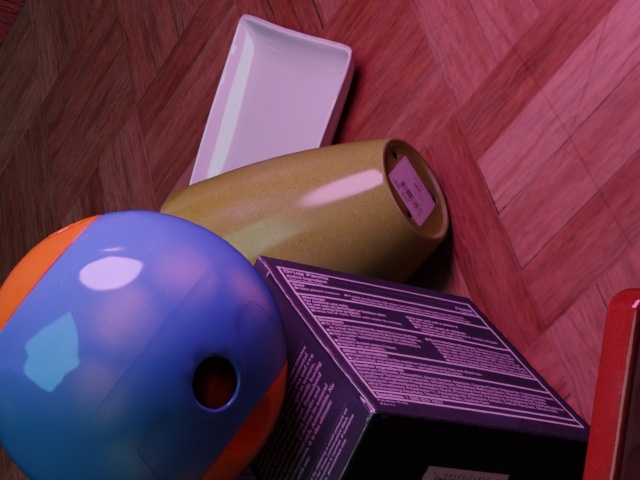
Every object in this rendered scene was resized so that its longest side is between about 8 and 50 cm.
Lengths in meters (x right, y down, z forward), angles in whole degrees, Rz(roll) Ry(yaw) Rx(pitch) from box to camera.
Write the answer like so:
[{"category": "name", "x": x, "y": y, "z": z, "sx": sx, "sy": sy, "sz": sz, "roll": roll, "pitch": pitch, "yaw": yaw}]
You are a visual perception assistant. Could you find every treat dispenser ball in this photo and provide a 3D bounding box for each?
[{"category": "treat dispenser ball", "x": -0.174, "y": 0.115, "z": 1.307, "sx": 0.288, "sy": 0.288, "sz": 0.288, "roll": -25, "pitch": 59, "yaw": 52}]

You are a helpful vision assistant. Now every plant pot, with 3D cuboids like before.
[{"category": "plant pot", "x": 0.000, "y": 0.000, "z": 1.689, "sx": 0.293, "sy": 0.275, "sz": 0.275, "roll": -26, "pitch": 56, "yaw": 29}]

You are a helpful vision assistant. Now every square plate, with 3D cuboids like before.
[{"category": "square plate", "x": -0.076, "y": -0.136, "z": 2.014, "sx": 0.344, "sy": 0.049, "sz": 0.347, "roll": 29, "pitch": 104, "yaw": 56}]

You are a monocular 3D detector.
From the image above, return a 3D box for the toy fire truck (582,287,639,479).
[{"category": "toy fire truck", "x": 0.304, "y": 0.202, "z": 1.119, "sx": 0.169, "sy": 0.254, "sz": 0.302, "roll": 6, "pitch": 85, "yaw": 58}]

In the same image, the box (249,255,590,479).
[{"category": "box", "x": 0.078, "y": 0.181, "z": 1.441, "sx": 0.183, "sy": 0.296, "sz": 0.294, "roll": -65, "pitch": 33, "yaw": 19}]

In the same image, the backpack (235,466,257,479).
[{"category": "backpack", "x": -0.048, "y": 0.297, "z": 1.687, "sx": 0.253, "sy": 0.191, "sz": 0.225, "roll": -12, "pitch": 60, "yaw": 45}]
